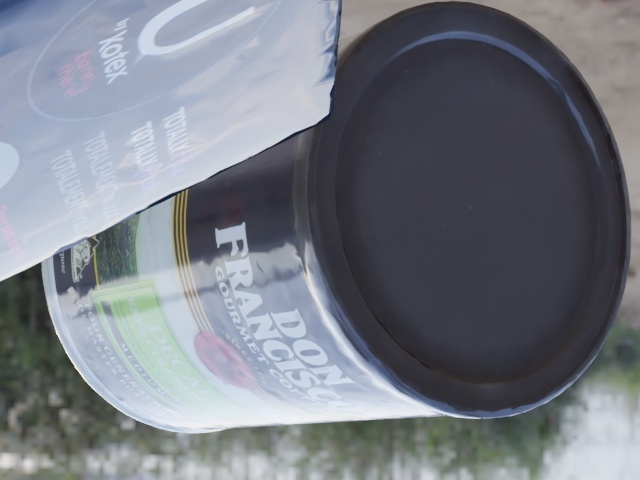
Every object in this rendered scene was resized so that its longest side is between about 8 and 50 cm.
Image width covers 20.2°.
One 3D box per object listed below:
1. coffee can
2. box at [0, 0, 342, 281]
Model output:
[{"bbox_3d":[0.000,0.000,0.970,0.201,0.202,0.275,7,169,-34],"label":"coffee can"},{"bbox_3d":[-0.143,-0.055,0.425,0.270,0.143,0.165,-27,166,-10],"label":"box"}]
